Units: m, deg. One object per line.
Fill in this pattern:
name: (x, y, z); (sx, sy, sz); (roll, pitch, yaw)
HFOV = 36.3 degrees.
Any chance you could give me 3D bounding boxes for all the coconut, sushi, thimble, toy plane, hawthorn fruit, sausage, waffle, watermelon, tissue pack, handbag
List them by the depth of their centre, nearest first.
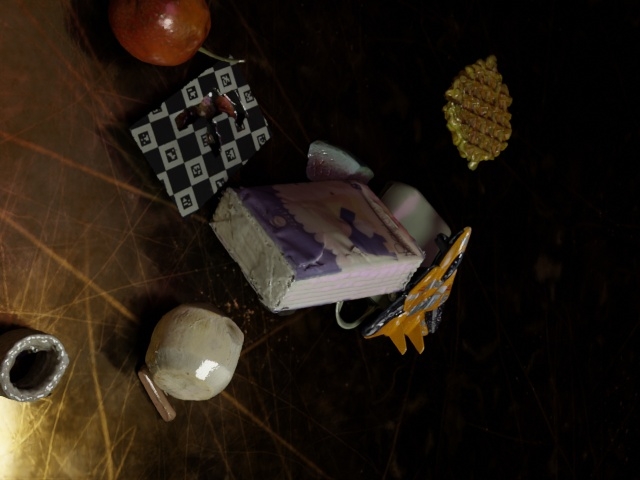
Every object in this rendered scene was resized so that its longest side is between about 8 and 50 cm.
thimble: (-0.457, 0.191, 1.502); (0.115, 0.090, 0.102); (-26, 108, -37)
hawthorn fruit: (-0.233, -0.348, 1.645); (0.285, 0.165, 0.165); (40, 66, -57)
coconut: (-0.216, 0.183, 1.684); (0.161, 0.161, 0.162); (49, 43, -35)
sausage: (-0.288, 0.267, 1.711); (0.026, 0.026, 0.116); (-41, 119, -33)
sushi: (-0.213, -0.190, 1.723); (0.279, 0.043, 0.192); (-49, 123, -36)
tissue pack: (0.000, 0.000, 1.805); (0.344, 0.242, 0.125); (-6, 136, -43)
watermelon: (0.049, -0.140, 1.975); (0.180, 0.081, 0.094); (5, 116, -38)
toy plane: (0.217, 0.084, 1.991); (0.204, 0.103, 0.316); (2, 123, -36)
handbag: (0.138, 0.050, 2.039); (0.241, 0.109, 0.315); (45, 68, -37)
waffle: (0.372, -0.293, 2.255); (0.243, 0.059, 0.237); (-42, 121, -34)

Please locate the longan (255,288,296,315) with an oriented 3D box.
longan: (-0.072, 0.092, 1.849); (0.106, 0.106, 0.119); (-34, 126, -36)
